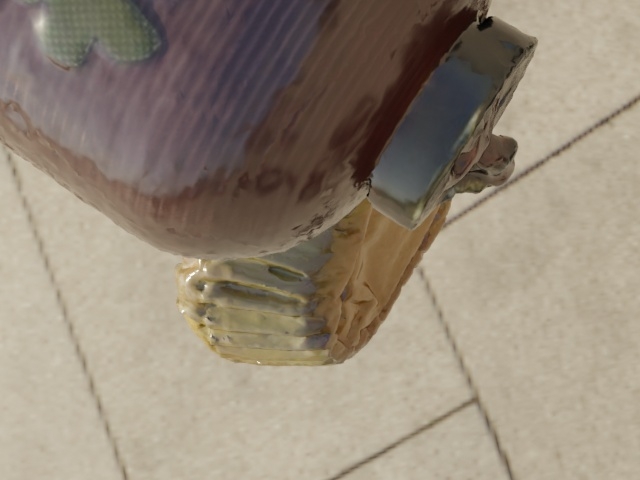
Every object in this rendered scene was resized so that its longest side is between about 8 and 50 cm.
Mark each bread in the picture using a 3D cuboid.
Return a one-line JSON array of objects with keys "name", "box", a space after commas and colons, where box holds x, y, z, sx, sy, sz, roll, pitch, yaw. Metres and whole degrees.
[{"name": "bread", "box": [0.000, 0.000, 1.422, 0.149, 0.274, 0.274, 32, 110, 28]}]

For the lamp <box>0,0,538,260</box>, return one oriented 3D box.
[{"name": "lamp", "box": [-0.044, -0.100, 0.513, 0.258, 0.180, 0.180, 32, 112, 7]}]
